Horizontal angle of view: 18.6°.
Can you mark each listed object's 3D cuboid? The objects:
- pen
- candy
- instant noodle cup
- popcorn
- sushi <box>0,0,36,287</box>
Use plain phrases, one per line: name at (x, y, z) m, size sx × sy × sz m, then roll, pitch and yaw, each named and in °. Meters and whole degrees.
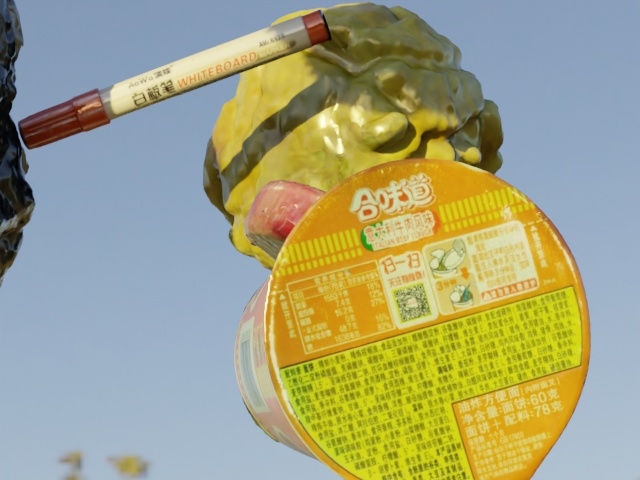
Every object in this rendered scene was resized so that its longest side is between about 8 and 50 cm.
pen at (-0.106, -0.118, 1.428) m, size 0.239 × 0.028 × 0.028 m, roll -20°, pitch -18°, yaw -1°
candy at (0.000, 0.000, 1.274) m, size 0.103 × 0.043 × 0.103 m, roll 25°, pitch -14°, yaw 7°
instant noodle cup at (0.030, 0.055, 0.995) m, size 0.168 × 0.168 × 0.185 m, roll 1°, pitch -7°, yaw -14°
popcorn at (0.032, -0.073, 1.607) m, size 0.249 × 0.249 × 0.225 m, roll -20°, pitch -12°, yaw 42°
sushi at (-0.308, -0.076, 1.301) m, size 0.211 × 0.350 × 0.171 m, roll 6°, pitch 16°, yaw 21°
